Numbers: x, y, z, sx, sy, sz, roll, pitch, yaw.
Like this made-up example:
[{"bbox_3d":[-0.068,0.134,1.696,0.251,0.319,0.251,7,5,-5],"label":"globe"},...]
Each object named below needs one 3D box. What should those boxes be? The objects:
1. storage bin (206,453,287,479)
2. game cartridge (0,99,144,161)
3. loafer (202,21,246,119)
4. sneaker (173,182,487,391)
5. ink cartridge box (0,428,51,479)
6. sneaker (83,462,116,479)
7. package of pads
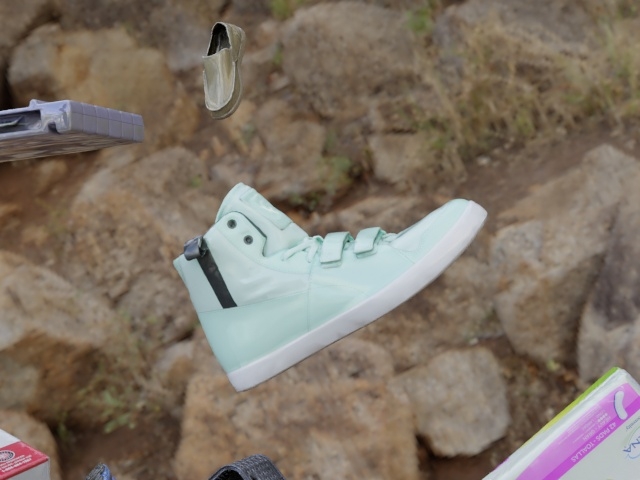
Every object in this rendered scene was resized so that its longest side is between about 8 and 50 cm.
[{"bbox_3d":[-0.110,0.352,1.433,0.180,0.122,0.084,-44,-16,15],"label":"storage bin"},{"bbox_3d":[-0.479,-0.165,1.880,0.355,0.068,0.230,-5,2,20],"label":"game cartridge"},{"bbox_3d":[-0.137,-0.234,1.655,0.056,0.148,0.050,-14,-29,31],"label":"loafer"},{"bbox_3d":[0.000,0.000,0.990,0.256,0.151,0.094,-31,2,9],"label":"sneaker"},{"bbox_3d":[-0.513,0.316,1.588,0.272,0.114,0.197,19,26,37],"label":"ink cartridge box"},{"bbox_3d":[-0.232,0.298,1.309,0.083,0.087,0.221,-52,0,-15],"label":"sneaker"},{"bbox_3d":[0.412,0.369,1.807,0.296,0.229,0.101,-41,-1,-1],"label":"package of pads"}]
